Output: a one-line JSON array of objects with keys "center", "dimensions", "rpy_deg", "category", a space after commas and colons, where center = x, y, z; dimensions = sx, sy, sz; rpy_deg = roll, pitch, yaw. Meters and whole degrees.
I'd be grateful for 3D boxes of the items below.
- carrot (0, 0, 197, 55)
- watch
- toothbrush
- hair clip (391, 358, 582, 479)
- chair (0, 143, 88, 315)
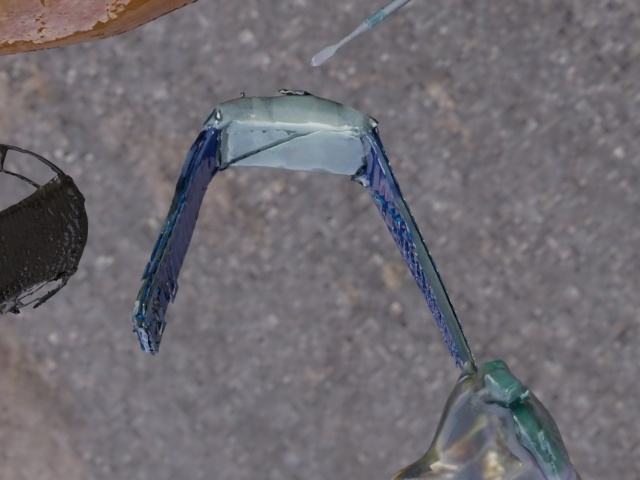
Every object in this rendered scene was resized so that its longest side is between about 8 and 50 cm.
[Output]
[{"center": [-0.158, -0.183, 1.064], "dimensions": [0.159, 0.225, 0.159], "rpy_deg": [156, 90, -86], "category": "carrot"}, {"center": [0.012, -0.002, 1.472], "dimensions": [0.276, 0.274, 0.068], "rpy_deg": [11, 134, 2], "category": "watch"}, {"center": [0.055, -0.209, 1.722], "dimensions": [0.011, 0.167, 0.014], "rpy_deg": [54, 163, -4], "category": "toothbrush"}, {"center": [0.169, 0.210, 1.029], "dimensions": [0.359, 0.095, 0.110], "rpy_deg": [48, 143, -18], "category": "hair clip"}, {"center": [-0.307, 0.013, 1.542], "dimensions": [0.149, 0.213, 0.174], "rpy_deg": [22, 128, 29], "category": "chair"}]
